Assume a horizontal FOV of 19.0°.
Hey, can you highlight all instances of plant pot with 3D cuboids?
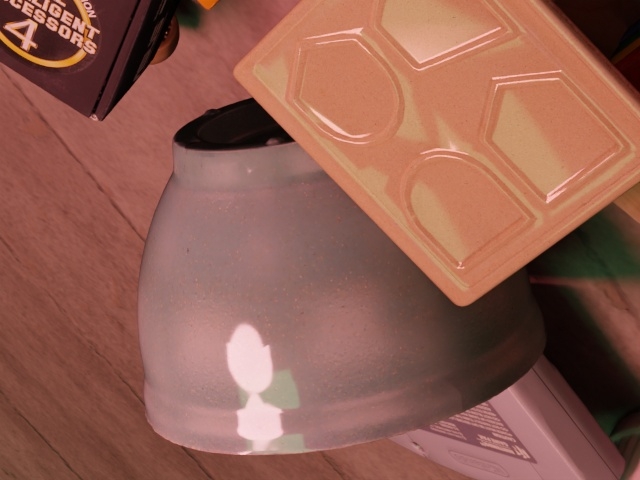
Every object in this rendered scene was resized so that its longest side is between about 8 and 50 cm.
[{"bbox_3d":[0.000,0.000,1.347,0.293,0.293,0.196,5,113,42],"label":"plant pot"}]

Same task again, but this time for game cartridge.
[{"bbox_3d":[0.108,0.123,1.562,0.198,0.062,0.297,47,160,-30],"label":"game cartridge"}]

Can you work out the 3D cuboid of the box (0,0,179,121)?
[{"bbox_3d":[-0.245,-0.298,1.244,0.395,0.097,0.318,34,136,1],"label":"box"}]

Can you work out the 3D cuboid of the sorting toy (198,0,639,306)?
[{"bbox_3d":[0.045,-0.117,1.141,0.307,0.041,0.229,46,137,-5],"label":"sorting toy"}]

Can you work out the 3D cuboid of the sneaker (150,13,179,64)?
[{"bbox_3d":[-0.187,-0.175,1.464,0.192,0.064,0.086,27,158,14],"label":"sneaker"}]

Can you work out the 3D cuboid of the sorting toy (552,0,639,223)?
[{"bbox_3d":[0.233,-0.054,1.179,0.257,0.089,0.255,38,151,-7],"label":"sorting toy"}]

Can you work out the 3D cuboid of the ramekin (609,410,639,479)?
[{"bbox_3d":[0.304,0.240,1.526,0.207,0.109,0.207,25,150,16],"label":"ramekin"}]
